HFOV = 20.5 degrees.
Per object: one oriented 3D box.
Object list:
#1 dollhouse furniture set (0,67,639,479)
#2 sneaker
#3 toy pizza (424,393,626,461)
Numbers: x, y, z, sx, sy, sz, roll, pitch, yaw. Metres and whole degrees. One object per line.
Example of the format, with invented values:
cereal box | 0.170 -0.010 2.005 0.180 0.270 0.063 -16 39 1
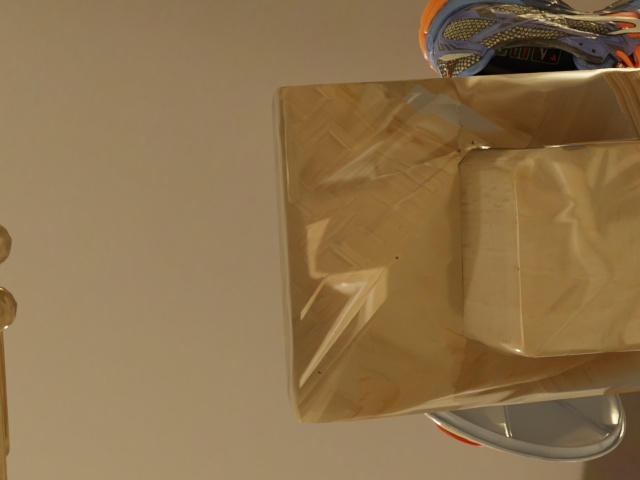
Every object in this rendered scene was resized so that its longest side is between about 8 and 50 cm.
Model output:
dollhouse furniture set | 0.000 0.000 0.655 0.394 0.256 0.362 -4 -85 -14
sneaker | 0.168 -0.098 1.032 0.221 0.083 0.087 1 -146 2
toy pizza | 0.121 0.100 1.259 0.201 0.032 0.201 17 -154 -9
